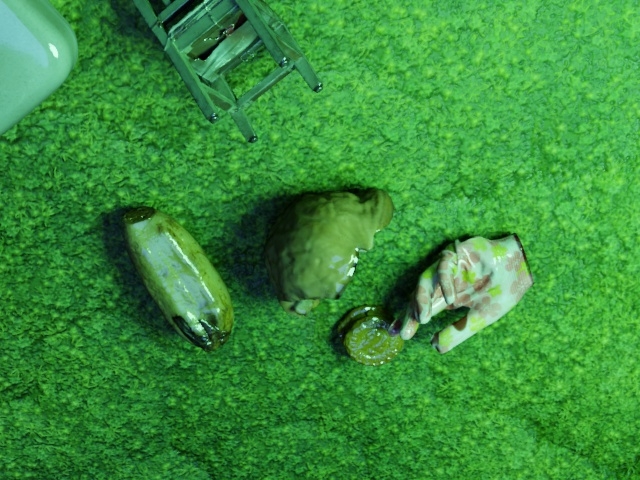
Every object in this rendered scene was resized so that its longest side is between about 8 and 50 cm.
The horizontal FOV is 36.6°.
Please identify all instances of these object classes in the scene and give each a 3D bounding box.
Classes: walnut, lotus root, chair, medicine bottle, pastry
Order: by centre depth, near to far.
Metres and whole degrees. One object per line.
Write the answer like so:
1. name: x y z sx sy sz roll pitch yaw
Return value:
1. medicine bottle: -0.512 -0.301 1.239 0.282 0.123 0.375 -36 116 13
2. chair: -0.134 -0.282 1.292 0.136 0.147 0.270 -37 73 14
3. walnut: -0.004 0.007 1.423 0.141 0.204 0.238 35 112 -7
4. lotus root: -0.215 0.056 1.489 0.110 0.097 0.258 -26 111 2
5. pastry: 0.083 0.158 1.590 0.109 0.057 0.097 6 118 -9

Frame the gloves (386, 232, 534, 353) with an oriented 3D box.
1. gloves: 0.211 0.081 1.523 0.241 0.126 0.145 -21 144 4
